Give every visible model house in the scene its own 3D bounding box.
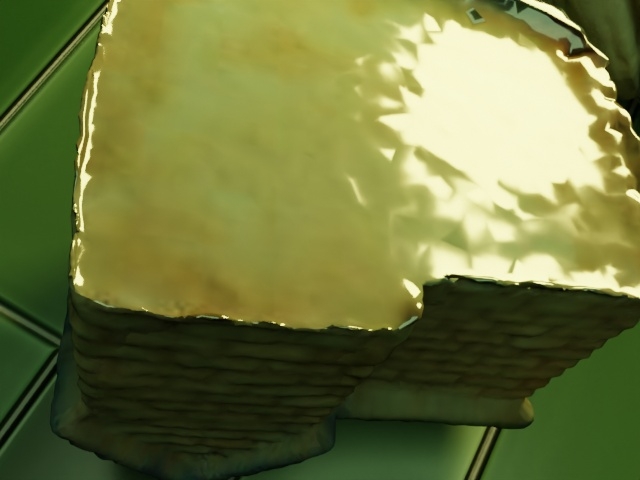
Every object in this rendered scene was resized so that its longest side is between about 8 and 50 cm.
[{"bbox_3d":[0.000,0.000,0.711,0.445,0.400,0.395,4,53,-15],"label":"model house"}]

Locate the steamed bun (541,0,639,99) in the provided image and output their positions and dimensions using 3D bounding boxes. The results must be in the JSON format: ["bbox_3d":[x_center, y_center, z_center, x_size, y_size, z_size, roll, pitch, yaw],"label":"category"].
[{"bbox_3d":[0.416,-0.321,0.893,0.367,0.343,0.255,-27,50,-23],"label":"steamed bun"}]
